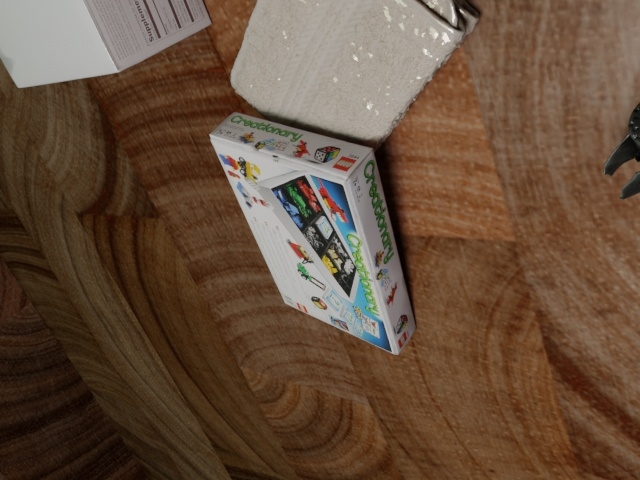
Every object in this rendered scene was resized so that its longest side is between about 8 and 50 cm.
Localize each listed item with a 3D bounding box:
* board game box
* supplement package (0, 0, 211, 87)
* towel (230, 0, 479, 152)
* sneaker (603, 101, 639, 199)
[{"bbox_3d":[0.000,0.000,0.793,0.193,0.053,0.305,21,147,33],"label":"board game box"},{"bbox_3d":[-0.292,-0.307,0.781,0.261,0.145,0.204,8,128,44],"label":"supplement package"},{"bbox_3d":[0.014,-0.180,0.656,0.187,0.049,0.282,46,145,5],"label":"towel"},{"bbox_3d":[0.271,-0.092,0.455,0.170,0.089,0.051,-35,61,23],"label":"sneaker"}]
